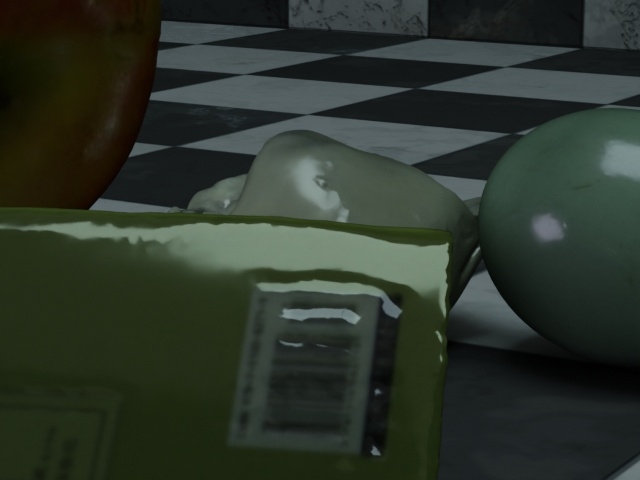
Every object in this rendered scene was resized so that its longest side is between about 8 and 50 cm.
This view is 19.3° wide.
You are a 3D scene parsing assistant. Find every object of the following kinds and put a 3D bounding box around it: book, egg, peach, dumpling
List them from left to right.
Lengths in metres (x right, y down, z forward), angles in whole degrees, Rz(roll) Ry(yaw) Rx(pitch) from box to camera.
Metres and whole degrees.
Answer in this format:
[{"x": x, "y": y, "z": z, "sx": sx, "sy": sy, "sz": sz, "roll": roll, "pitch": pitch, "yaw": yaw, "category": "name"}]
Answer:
[{"x": -0.139, "y": 0.094, "z": 0.556, "sx": 0.352, "sy": 0.239, "sz": 0.035, "roll": 2, "pitch": -27, "yaw": 12, "category": "book"}, {"x": -0.304, "y": -0.154, "z": 1.300, "sx": 0.388, "sy": 0.388, "sz": 0.388, "roll": 0, "pitch": 12, "yaw": 0, "category": "peach"}, {"x": 0.000, "y": 0.000, "z": 1.137, "sx": 0.162, "sy": 0.132, "sz": 0.250, "roll": 15, "pitch": 19, "yaw": 40, "category": "dumpling"}, {"x": 0.182, "y": -0.001, "z": 1.098, "sx": 0.192, "sy": 0.149, "sz": 0.149, "roll": 17, "pitch": 20, "yaw": 36, "category": "egg"}]
